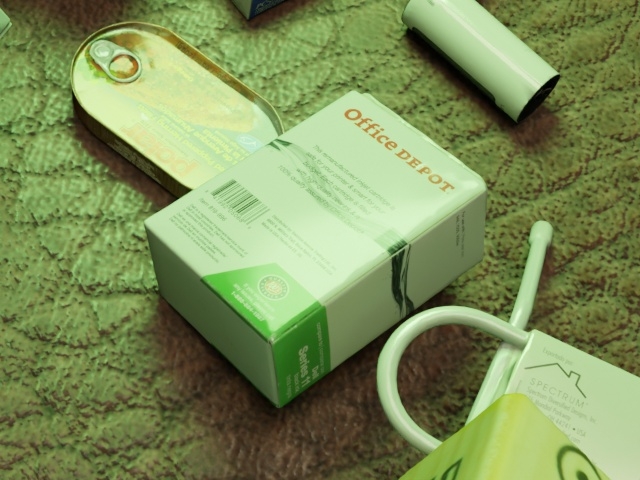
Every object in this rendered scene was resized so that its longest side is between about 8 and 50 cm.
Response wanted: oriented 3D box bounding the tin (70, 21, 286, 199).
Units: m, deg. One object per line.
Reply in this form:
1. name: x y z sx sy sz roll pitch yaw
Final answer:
1. tin: -0.114 -0.098 1.147 0.189 0.040 0.106 38 59 10

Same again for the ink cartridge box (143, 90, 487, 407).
1. ink cartridge box: 0.000 0.000 1.065 0.208 0.087 0.153 -34 54 -23

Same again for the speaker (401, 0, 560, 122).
1. speaker: 0.135 -0.161 1.211 0.136 0.055 0.055 43 64 13

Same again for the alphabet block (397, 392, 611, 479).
1. alphabet block: 0.100 0.245 0.855 0.192 0.193 0.197 46 27 -4

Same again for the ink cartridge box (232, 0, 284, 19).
1. ink cartridge box: -0.080 -0.295 1.249 0.097 0.046 0.207 -31 72 -22

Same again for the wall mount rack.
1. wall mount rack: 0.215 0.128 1.041 0.350 0.130 0.304 26 65 4

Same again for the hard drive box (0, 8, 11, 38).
1. hard drive box: -0.357 -0.097 1.019 0.089 0.181 0.232 51 55 -33
